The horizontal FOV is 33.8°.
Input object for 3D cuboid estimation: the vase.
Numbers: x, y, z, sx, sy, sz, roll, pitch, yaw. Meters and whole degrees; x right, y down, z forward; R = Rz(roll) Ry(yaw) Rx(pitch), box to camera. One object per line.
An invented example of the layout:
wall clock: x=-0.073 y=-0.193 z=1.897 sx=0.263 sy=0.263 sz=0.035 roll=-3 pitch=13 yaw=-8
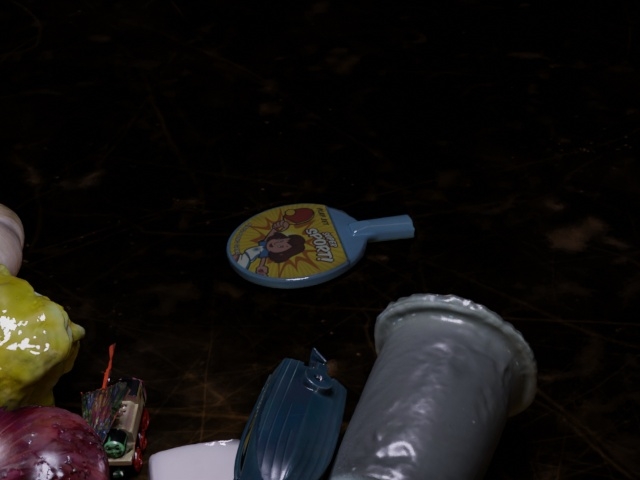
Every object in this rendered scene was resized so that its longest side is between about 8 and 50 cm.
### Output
vase: x=0.133 y=0.247 z=1.354 sx=0.245 sy=0.245 sz=0.291 roll=14 pitch=44 yaw=18

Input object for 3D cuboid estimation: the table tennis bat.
table tennis bat: x=0.000 y=0.000 z=1.825 sx=0.328 sy=0.044 sz=0.215 roll=-10 pitch=38 yaw=-8

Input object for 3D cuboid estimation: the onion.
onion: x=-0.354 y=0.328 z=1.298 sx=0.252 sy=0.219 sz=0.252 roll=-23 pitch=48 yaw=28

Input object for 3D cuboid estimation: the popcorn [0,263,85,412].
popcorn: x=-0.507 y=0.169 z=1.460 sx=0.292 sy=0.293 sz=0.334 roll=-58 pitch=19 yaw=-12

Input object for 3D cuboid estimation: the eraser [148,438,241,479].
eraser: x=-0.118 y=0.376 z=1.295 sx=0.174 sy=0.095 sz=0.270 roll=-2 pitch=36 yaw=-12

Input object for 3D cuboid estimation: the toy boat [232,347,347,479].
toy boat: x=-0.044 y=0.260 z=1.306 sx=0.114 sy=0.122 sz=0.296 roll=28 pitch=27 yaw=-2

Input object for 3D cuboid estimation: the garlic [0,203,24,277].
garlic: x=-0.588 y=0.031 z=1.702 sx=0.227 sy=0.152 sz=0.228 roll=-7 pitch=39 yaw=6

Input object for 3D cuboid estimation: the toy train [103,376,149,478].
toy train: x=-0.271 y=0.259 z=1.455 sx=0.050 sy=0.087 sz=0.138 roll=-2 pitch=38 yaw=3

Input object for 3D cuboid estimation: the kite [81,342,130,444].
kite: x=-0.309 y=0.233 z=1.456 sx=0.009 sy=0.232 sz=0.189 roll=20 pitch=67 yaw=-25
